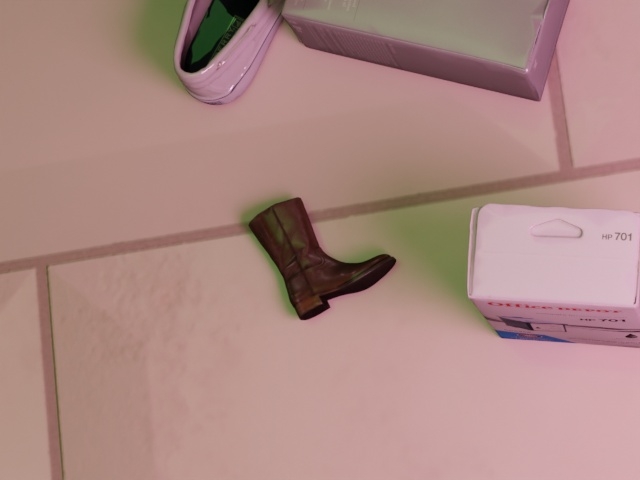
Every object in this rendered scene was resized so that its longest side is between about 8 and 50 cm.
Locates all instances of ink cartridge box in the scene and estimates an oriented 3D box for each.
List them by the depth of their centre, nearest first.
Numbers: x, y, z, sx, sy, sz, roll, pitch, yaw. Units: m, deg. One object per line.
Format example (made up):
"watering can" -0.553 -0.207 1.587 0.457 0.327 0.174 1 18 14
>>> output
"ink cartridge box" 0.205 0.032 1.623 0.139 0.190 0.082 3 79 15

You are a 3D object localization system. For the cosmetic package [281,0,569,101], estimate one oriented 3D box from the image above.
"cosmetic package" 0.099 -0.218 1.750 0.238 0.107 0.127 17 82 14

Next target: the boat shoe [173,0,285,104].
"boat shoe" -0.061 -0.251 1.803 0.095 0.084 0.258 18 83 17

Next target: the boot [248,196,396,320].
"boot" 0.000 0.000 1.764 0.106 0.037 0.114 -28 69 4
